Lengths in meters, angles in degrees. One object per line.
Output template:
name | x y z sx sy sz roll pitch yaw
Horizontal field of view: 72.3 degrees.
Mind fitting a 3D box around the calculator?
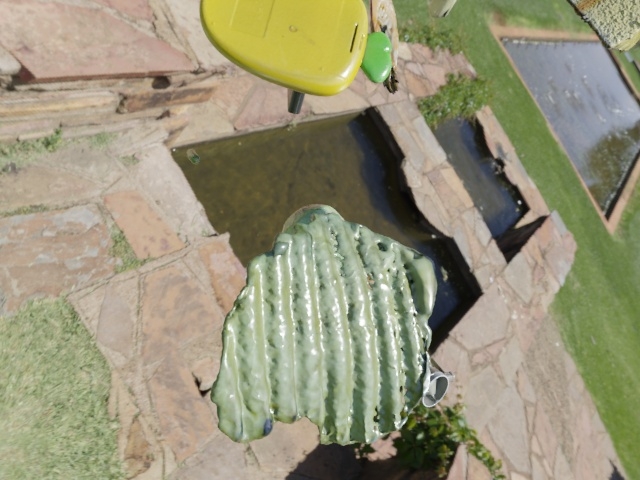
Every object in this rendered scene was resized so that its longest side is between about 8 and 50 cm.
calculator | -0.023 -0.250 0.519 0.235 0.032 0.146 13 82 -9

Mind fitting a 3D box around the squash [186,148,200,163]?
squash | -0.355 -0.233 1.227 0.027 0.027 0.083 20 14 -33

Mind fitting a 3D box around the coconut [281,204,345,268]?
coconut | 0.000 0.000 1.411 0.236 0.205 0.236 43 18 -18

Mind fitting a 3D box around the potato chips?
potato chips | 0.021 0.146 0.716 0.373 0.097 0.389 18 81 -26

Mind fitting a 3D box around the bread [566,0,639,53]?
bread | 0.636 -0.527 1.028 0.240 0.135 0.178 60 11 14

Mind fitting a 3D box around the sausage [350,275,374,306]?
sausage | 0.065 0.199 0.908 0.109 0.109 0.270 20 81 -33

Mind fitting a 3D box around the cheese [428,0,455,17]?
cheese | 0.309 -0.589 0.915 0.050 0.235 0.127 30 73 -1

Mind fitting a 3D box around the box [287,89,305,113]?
box | -0.077 -0.576 1.554 0.050 0.230 0.160 3 66 -13

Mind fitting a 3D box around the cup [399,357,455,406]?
cup | 0.216 0.276 0.915 0.102 0.099 0.074 -33 125 -19

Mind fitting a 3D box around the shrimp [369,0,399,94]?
shrimp | 0.137 -0.434 0.940 0.133 0.053 0.235 -15 102 -71
